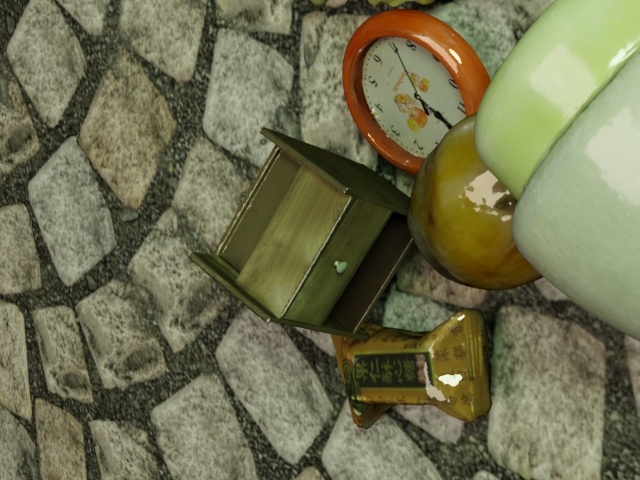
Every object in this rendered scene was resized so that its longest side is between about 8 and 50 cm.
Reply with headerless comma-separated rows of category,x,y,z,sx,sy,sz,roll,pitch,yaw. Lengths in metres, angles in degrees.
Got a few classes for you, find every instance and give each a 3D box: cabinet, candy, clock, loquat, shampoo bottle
cabinet,0.000,0.000,1.441,0.148,0.215,0.175,38,102,33
candy,0.101,0.157,1.508,0.271,0.101,0.143,-10,85,54
clock,0.110,-0.163,1.416,0.205,0.051,0.205,28,138,29
loquat,0.187,-0.041,1.304,0.179,0.179,0.227,60,143,16
shampoo bottle,0.312,-0.070,1.056,0.317,0.322,0.322,50,132,15

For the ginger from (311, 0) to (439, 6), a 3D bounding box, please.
ginger,0.032,-0.424,1.339,0.413,0.211,0.359,16,110,43
